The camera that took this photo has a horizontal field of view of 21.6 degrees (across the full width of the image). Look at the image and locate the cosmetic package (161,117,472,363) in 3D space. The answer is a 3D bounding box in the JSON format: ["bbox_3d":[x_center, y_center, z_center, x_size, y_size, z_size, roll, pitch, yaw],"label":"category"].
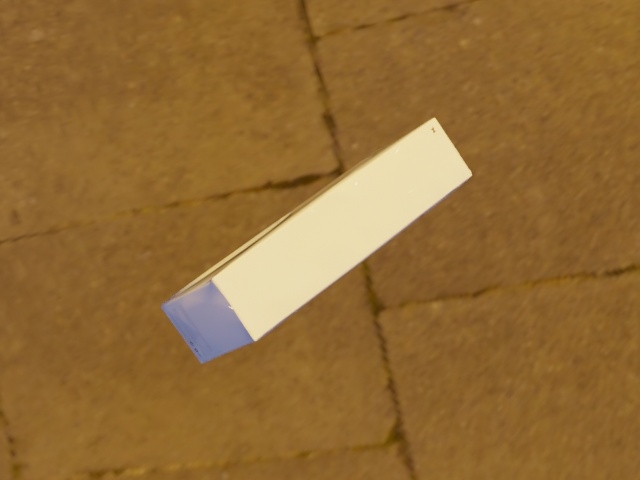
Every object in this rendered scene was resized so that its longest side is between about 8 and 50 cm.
[{"bbox_3d":[0.000,0.000,1.272,0.060,0.239,0.099,55,150,-3],"label":"cosmetic package"}]
